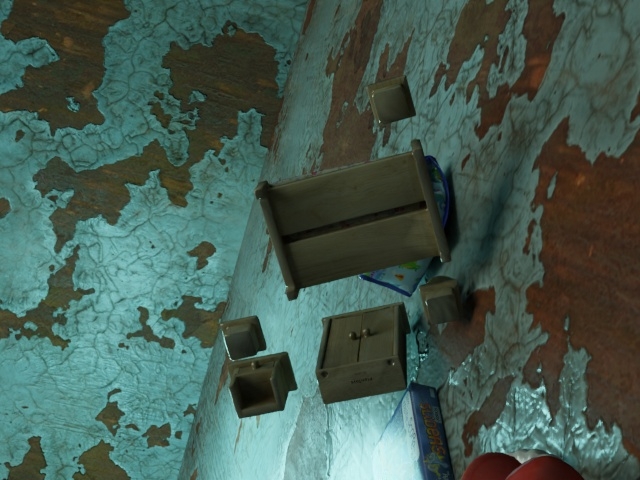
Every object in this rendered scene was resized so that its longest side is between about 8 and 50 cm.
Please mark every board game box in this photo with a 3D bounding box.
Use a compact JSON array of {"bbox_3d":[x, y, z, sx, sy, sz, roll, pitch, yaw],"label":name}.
[{"bbox_3d":[0.105,0.282,1.091,0.201,0.035,0.136,-94,22,-53],"label":"board game box"}]

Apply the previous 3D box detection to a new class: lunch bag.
[{"bbox_3d":[0.116,-0.026,1.273,0.151,0.096,0.129,-68,2,-46],"label":"lunch bag"}]

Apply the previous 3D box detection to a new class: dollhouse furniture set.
[{"bbox_3d":[0.000,0.000,1.159,0.174,0.303,0.356,-75,-29,-72],"label":"dollhouse furniture set"}]

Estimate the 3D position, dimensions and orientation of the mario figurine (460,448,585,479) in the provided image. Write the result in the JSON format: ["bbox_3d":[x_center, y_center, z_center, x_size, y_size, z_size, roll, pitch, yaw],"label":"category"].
[{"bbox_3d":[0.112,0.278,0.785,0.198,0.170,0.321,-89,17,-51],"label":"mario figurine"}]
